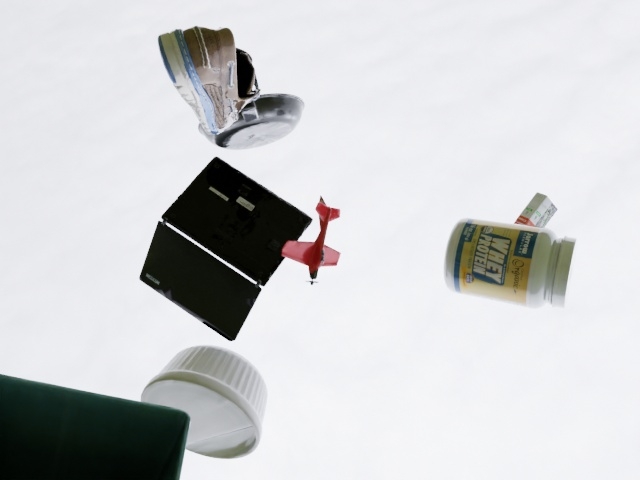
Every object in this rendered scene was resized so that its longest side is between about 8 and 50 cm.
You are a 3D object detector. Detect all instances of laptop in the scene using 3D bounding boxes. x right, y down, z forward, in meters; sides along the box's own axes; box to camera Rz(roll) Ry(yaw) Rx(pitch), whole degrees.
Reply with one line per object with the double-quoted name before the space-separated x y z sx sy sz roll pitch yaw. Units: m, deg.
"laptop" -0.187 0.017 0.954 0.234 0.136 0.264 33 -112 5

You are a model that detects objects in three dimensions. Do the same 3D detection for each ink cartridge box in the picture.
"ink cartridge box" 0.454 -0.040 1.051 0.115 0.063 0.029 -54 -144 2

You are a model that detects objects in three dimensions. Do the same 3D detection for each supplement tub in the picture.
"supplement tub" 0.334 0.040 0.868 0.200 0.144 0.144 10 -111 30

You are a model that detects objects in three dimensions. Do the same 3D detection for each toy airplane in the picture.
"toy airplane" 0.000 0.000 0.807 0.028 0.151 0.151 6 -113 38

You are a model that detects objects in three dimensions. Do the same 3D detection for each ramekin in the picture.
"ramekin" -0.241 0.348 1.077 0.273 0.272 0.127 0 -146 17

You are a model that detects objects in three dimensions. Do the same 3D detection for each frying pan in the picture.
"frying pan" -0.096 -0.222 0.827 0.197 0.326 0.053 -14 -94 -24

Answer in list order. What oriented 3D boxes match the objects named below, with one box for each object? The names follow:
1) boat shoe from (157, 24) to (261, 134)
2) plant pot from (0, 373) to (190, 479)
"boat shoe" -0.091 -0.146 0.464 0.066 0.183 0.066 -16 -87 -1
"plant pot" -0.219 0.253 0.358 0.165 0.166 0.234 -103 -145 -61
